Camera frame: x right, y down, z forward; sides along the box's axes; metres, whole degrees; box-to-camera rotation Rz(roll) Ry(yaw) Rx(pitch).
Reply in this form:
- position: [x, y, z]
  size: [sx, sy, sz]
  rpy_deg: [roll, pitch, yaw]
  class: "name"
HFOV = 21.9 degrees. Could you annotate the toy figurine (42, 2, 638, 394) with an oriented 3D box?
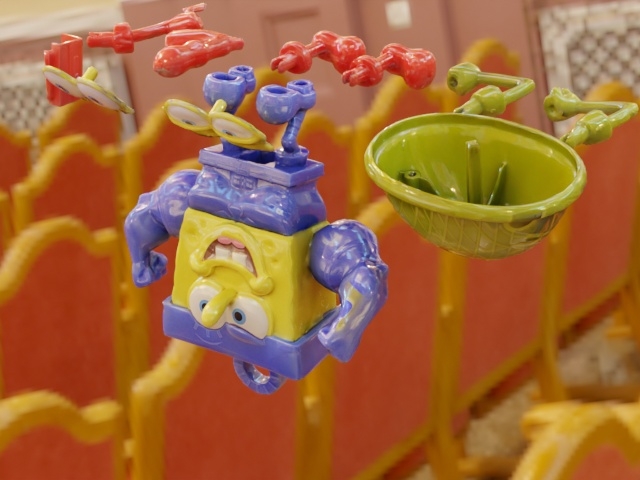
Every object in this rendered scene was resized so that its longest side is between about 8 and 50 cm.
- position: [0.000, 0.000, 1.036]
  size: [0.362, 0.217, 0.191]
  rpy_deg: [16, 27, 26]
  class: "toy figurine"
